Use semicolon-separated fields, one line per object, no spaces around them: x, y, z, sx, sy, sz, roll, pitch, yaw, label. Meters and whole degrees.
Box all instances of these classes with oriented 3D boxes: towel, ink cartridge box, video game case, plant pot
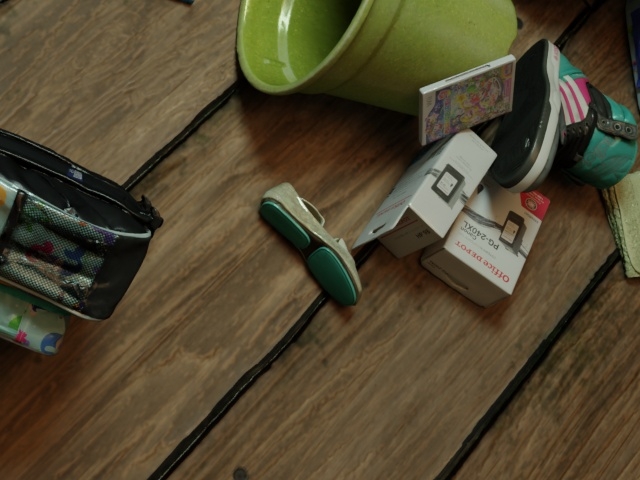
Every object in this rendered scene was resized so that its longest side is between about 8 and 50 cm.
0.436;-0.024;1.822;0.110;0.027;0.148;-7;78;-30;towel
0.204;-0.010;1.676;0.109;0.063;0.150;34;61;-14;ink cartridge box
0.124;-0.045;1.623;0.060;0.104;0.180;42;61;-11;ink cartridge box
0.170;-0.163;1.579;0.122;0.087;0.011;-22;53;-13;video game case
0.082;-0.262;1.601;0.253;0.276;0.276;19;66;-34;plant pot

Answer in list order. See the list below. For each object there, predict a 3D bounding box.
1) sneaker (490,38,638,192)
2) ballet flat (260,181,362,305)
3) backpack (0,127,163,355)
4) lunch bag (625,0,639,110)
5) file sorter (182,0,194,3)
0.312;-0.118;1.706;0.178;0.124;0.296;36;38;-13;sneaker
0.000;0.000;1.574;0.168;0.057;0.052;50;49;-6;ballet flat
-0.310;-0.016;1.317;0.253;0.225;0.191;31;93;-16;backpack
0.520;-0.261;1.907;0.176;0.090;0.219;5;71;-23;lunch bag
-0.199;-0.368;1.558;0.170;0.104;0.118;16;68;-23;file sorter
